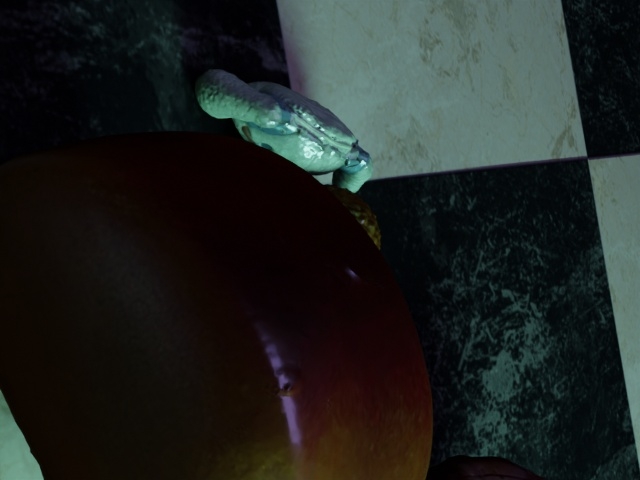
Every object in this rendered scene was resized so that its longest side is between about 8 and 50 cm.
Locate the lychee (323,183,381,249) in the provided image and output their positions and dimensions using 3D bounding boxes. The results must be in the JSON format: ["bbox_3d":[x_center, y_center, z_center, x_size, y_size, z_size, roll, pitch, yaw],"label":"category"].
[{"bbox_3d":[0.000,0.000,1.451,0.146,0.114,0.114,29,57,-28],"label":"lychee"}]

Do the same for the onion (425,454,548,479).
[{"bbox_3d":[0.149,0.339,1.525,0.252,0.219,0.252,8,62,-16],"label":"onion"}]

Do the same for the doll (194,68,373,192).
[{"bbox_3d":[-0.024,-0.101,1.450,0.214,0.103,0.071,32,79,-39],"label":"doll"}]

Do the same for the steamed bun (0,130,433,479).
[{"bbox_3d":[-0.076,0.082,1.123,0.235,0.248,0.379,-12,69,-53],"label":"steamed bun"}]
